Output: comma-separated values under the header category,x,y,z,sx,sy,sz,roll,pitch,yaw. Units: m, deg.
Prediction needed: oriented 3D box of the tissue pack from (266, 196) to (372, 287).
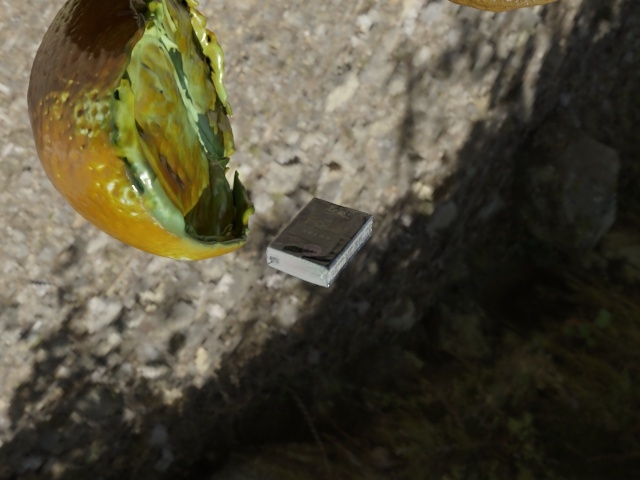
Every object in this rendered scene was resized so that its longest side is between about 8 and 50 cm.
category,x,y,z,sx,sy,sz,roll,pitch,yaw
tissue pack,0.000,0.000,1.697,0.156,0.112,0.051,-48,149,-45

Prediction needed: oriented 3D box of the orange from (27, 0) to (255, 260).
category,x,y,z,sx,sy,sz,roll,pitch,yaw
orange,-0.178,-0.118,1.099,0.196,0.335,0.262,-34,134,15

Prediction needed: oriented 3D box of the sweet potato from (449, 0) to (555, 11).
category,x,y,z,sx,sy,sz,roll,pitch,yaw
sweet potato,0.227,-0.316,1.365,0.068,0.205,0.060,-53,141,-49
